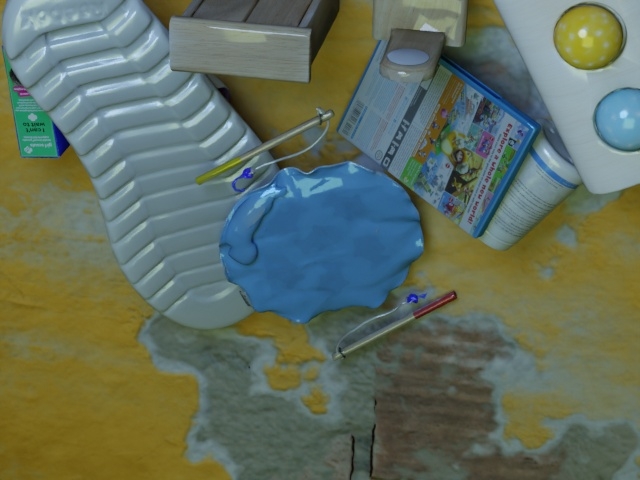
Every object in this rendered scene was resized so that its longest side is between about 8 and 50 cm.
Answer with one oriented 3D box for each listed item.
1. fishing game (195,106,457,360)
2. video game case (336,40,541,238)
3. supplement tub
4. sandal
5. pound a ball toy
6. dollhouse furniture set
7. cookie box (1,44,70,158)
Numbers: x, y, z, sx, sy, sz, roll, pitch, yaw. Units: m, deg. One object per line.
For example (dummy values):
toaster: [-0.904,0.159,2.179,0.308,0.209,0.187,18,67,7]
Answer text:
fishing game: [0.000,0.000,1.622,0.189,0.041,0.264,-30,127,15]
video game case: [0.099,-0.097,1.552,0.166,0.015,0.119,39,121,21]
supplement tub: [0.177,-0.049,1.570,0.071,0.071,0.107,41,117,-10]
sandal: [-0.141,-0.092,1.598,0.169,0.102,0.416,-23,128,2]
pound a ball toy: [0.243,-0.214,1.428,0.208,0.136,0.319,-20,114,21]
dollhouse furniture set: [-0.028,-0.320,1.412,0.303,0.174,0.355,6,119,8]
cookie box: [-0.242,-0.139,1.599,0.040,0.092,0.107,1,117,14]
